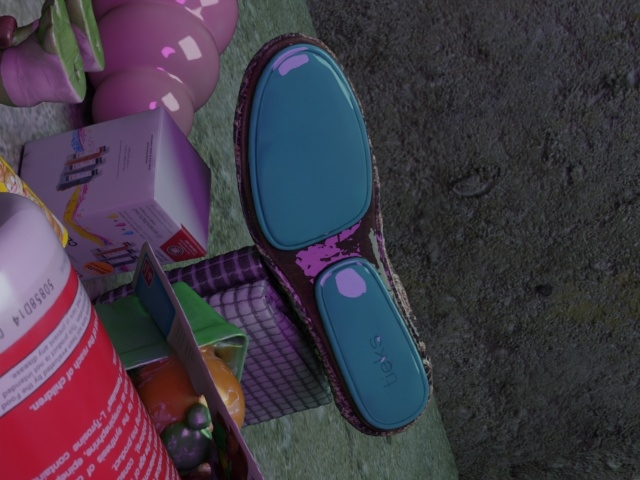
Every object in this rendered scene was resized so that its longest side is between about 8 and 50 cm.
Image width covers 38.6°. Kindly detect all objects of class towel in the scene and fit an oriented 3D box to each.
[{"bbox_3d":[-0.124,0.131,1.159,0.283,0.235,0.121,59,17,-51],"label":"towel"}]

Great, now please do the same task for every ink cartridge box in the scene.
[{"bbox_3d":[-0.230,-0.046,1.023,0.128,0.176,0.127,55,28,-54],"label":"ink cartridge box"}]

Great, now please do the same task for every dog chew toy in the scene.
[{"bbox_3d":[-0.222,-0.254,1.228,0.206,0.207,0.331,56,34,-55],"label":"dog chew toy"}]

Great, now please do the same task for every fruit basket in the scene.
[{"bbox_3d":[-0.135,0.232,0.895,0.327,0.165,0.353,105,-33,-45],"label":"fruit basket"}]

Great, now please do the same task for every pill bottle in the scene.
[{"bbox_3d":[-0.232,0.187,0.689,0.229,0.229,0.407,-77,150,-60],"label":"pill bottle"}]

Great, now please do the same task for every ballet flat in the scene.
[{"bbox_3d":[0.000,0.000,1.073,0.182,0.164,0.482,-148,-143,-69],"label":"ballet flat"}]

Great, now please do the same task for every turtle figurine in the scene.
[{"bbox_3d":[-0.301,-0.155,0.624,0.198,0.266,0.274,82,-1,-81],"label":"turtle figurine"}]

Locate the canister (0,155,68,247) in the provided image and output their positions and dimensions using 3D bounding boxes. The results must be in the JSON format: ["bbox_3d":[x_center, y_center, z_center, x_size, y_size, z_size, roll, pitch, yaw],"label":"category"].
[{"bbox_3d":[-0.312,-0.021,0.798,0.073,0.126,0.170,33,-17,34],"label":"canister"}]
